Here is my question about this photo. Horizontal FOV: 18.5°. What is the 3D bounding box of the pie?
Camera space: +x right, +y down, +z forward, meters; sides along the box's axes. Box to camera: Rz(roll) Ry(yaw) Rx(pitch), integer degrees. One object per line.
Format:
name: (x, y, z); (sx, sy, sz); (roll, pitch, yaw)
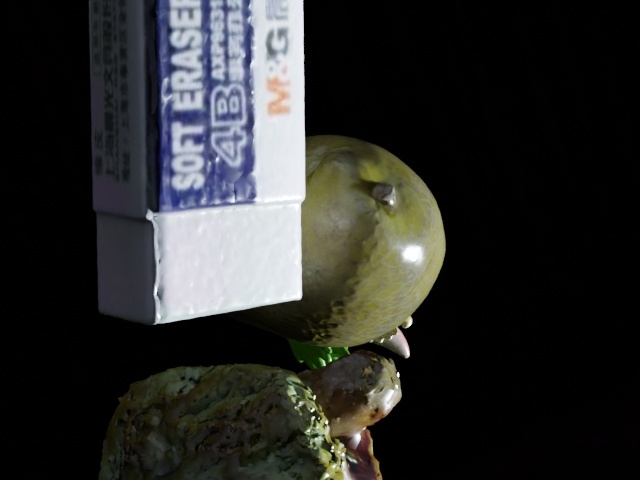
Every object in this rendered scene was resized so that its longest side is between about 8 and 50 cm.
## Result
pie: (-0.086, 0.326, 1.904); (0.395, 0.418, 0.180); (-16, 154, 39)

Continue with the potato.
potato: (0.000, 0.000, 1.454); (0.174, 0.159, 0.251); (-4, 168, -28)

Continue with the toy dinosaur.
toy dinosaur: (0.040, 0.075, 2.411); (0.177, 0.152, 0.194); (-30, -118, -23)

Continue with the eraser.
eraser: (-0.079, -0.096, 1.262); (0.130, 0.287, 0.086); (-7, -170, -36)
